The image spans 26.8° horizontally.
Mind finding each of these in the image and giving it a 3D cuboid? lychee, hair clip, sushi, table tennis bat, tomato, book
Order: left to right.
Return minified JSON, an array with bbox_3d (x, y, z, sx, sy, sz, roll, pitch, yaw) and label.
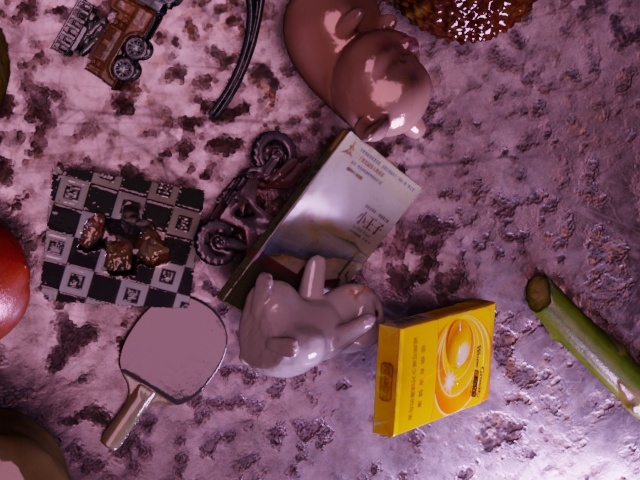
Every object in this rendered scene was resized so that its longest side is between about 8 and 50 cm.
[{"bbox_3d":[-0.479,0.046,1.748,0.184,0.208,0.208,-42,103,0],"label":"tomato"},{"bbox_3d":[-0.276,-0.003,1.858,0.210,0.040,0.193,6,105,-12],"label":"sushi"},{"bbox_3d":[-0.232,0.192,1.905,0.138,0.022,0.247,34,91,-13],"label":"table tennis bat"},{"bbox_3d":[-0.107,-0.274,1.842,0.070,0.039,0.230,12,98,-12],"label":"hair clip"},{"bbox_3d":[0.000,0.000,1.854,0.289,0.026,0.201,-53,139,3],"label":"book"},{"bbox_3d":[0.189,-0.383,1.770,0.235,0.271,0.236,-2,79,11],"label":"lychee"}]

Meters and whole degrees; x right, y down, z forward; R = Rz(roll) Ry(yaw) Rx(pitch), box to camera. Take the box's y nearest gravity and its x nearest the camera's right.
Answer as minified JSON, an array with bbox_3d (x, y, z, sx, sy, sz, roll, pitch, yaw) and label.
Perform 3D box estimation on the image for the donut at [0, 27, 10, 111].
[{"bbox_3d":[-0.541,-0.217,1.749,0.272,0.107,0.272,-1,100,-7],"label":"donut"}]

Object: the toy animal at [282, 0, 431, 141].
[{"bbox_3d":[0.048,-0.244,1.795,0.166,0.154,0.250,-19,70,-43],"label":"toy animal"}]

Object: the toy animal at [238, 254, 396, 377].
[{"bbox_3d":[0.024,0.101,1.827,0.282,0.140,0.138,-14,143,-29],"label":"toy animal"}]

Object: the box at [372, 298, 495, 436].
[{"bbox_3d":[0.163,0.173,1.865,0.043,0.269,0.152,11,102,35],"label":"box"}]

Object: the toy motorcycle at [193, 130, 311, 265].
[{"bbox_3d":[-0.083,-0.044,1.863,0.118,0.084,0.213,34,80,-15],"label":"toy motorcycle"}]

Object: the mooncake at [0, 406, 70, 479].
[{"bbox_3d":[-0.526,0.423,1.776,0.466,0.262,0.467,-1,98,-11],"label":"mooncake"}]

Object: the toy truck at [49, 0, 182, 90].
[{"bbox_3d":[-0.266,-0.299,1.794,0.115,0.080,0.178,32,94,-3],"label":"toy truck"}]

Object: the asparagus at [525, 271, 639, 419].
[{"bbox_3d":[0.403,0.159,1.981,0.277,0.060,0.067,41,101,-12],"label":"asparagus"}]
